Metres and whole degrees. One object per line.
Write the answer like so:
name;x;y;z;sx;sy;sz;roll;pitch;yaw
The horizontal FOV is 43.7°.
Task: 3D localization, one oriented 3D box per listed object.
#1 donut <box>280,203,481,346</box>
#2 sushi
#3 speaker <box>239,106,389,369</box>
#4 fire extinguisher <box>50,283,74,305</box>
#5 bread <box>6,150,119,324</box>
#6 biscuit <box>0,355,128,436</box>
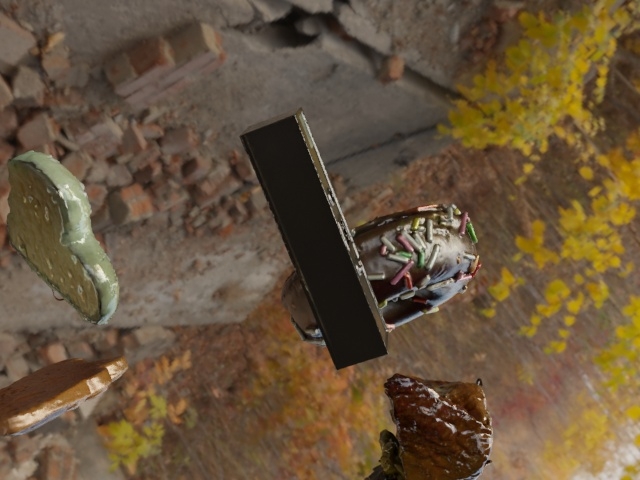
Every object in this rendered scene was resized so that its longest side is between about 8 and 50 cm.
donut;0.080;0.050;1.007;0.270;0.103;0.269;-19;162;-6
sushi;0.136;0.262;1.049;0.179;0.166;0.296;0;169;8
speaker;0.000;0.000;0.591;0.046;0.191;0.040;-19;-165;11
fire extinguisher;-0.413;0.023;1.250;0.049;0.173;0.035;-9;173;-34
bread;-0.328;-0.001;1.005;0.172;0.232;0.064;-7;-161;43
biscuit;-0.322;0.181;0.940;0.183;0.043;0.280;-18;-172;-7
